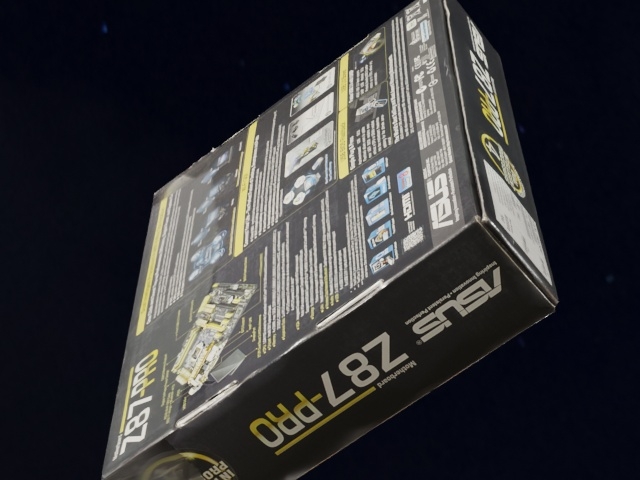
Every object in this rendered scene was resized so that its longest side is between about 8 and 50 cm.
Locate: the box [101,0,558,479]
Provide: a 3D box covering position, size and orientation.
[{"bbox_3d":[0.000,0.000,1.103,0.318,0.395,0.097,-34,-65,17],"label":"box"}]
